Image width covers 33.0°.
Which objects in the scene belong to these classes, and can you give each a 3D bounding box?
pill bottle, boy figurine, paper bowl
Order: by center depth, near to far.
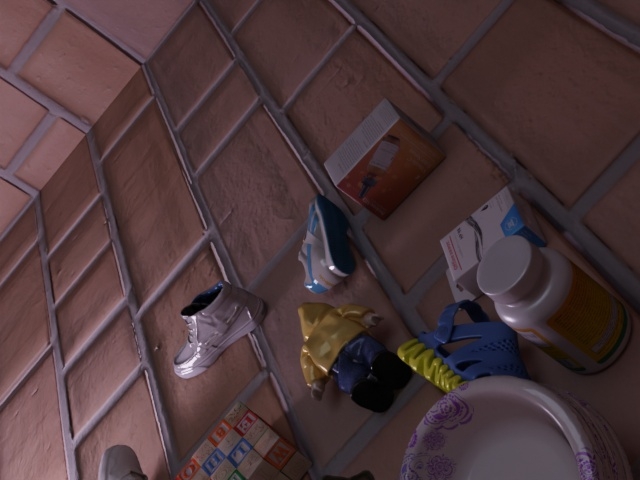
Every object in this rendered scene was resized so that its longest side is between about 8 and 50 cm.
[{"bbox_3d":[0.242,0.312,1.300,0.284,0.148,0.284,-16,66,40],"label":"paper bowl"},{"bbox_3d":[0.303,0.081,1.418,0.118,0.208,0.117,-35,36,31],"label":"pill bottle"},{"bbox_3d":[0.033,0.185,1.808,0.177,0.092,0.285,-56,30,0],"label":"boy figurine"}]

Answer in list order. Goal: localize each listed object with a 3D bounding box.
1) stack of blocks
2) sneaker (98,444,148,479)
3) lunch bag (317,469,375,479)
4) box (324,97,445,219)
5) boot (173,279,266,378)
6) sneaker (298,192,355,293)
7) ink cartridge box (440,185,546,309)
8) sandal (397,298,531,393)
[{"bbox_3d":[-0.170,0.435,1.811,0.297,0.087,0.171,-50,30,-7],"label":"stack of blocks"},{"bbox_3d":[-0.320,0.479,2.011,0.169,0.108,0.292,-39,44,22],"label":"sneaker"},{"bbox_3d":[0.017,0.490,1.450,0.235,0.169,0.287,-38,66,20],"label":"lunch bag"},{"bbox_3d":[0.116,-0.147,1.971,0.170,0.130,0.091,-47,32,15],"label":"box"},{"bbox_3d":[-0.237,0.171,2.159,0.258,0.123,0.095,-41,34,23],"label":"boot"},{"bbox_3d":[0.000,0.000,2.036,0.092,0.087,0.228,-40,32,27],"label":"sneaker"},{"bbox_3d":[0.255,0.014,1.694,0.180,0.060,0.104,-41,34,22],"label":"ink cartridge box"},{"bbox_3d":[0.231,0.170,1.524,0.138,0.126,0.317,-53,32,-4],"label":"sandal"}]
